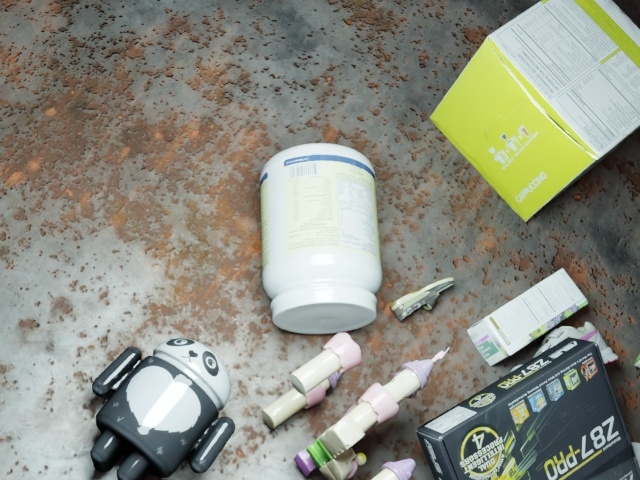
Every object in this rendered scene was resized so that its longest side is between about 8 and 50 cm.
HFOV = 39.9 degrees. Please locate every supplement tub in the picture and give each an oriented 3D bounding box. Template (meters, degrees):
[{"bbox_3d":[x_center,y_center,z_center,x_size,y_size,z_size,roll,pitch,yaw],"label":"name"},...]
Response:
[{"bbox_3d":[0.000,0.000,1.729,0.235,0.235,0.325,3,67,-14],"label":"supplement tub"}]

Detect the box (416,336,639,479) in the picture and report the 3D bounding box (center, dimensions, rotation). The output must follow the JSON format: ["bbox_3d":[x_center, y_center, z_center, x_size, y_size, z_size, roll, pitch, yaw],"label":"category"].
[{"bbox_3d":[0.406,0.411,1.679,0.395,0.097,0.318,-25,102,-23],"label":"box"}]

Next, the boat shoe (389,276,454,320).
[{"bbox_3d":[0.218,0.123,1.842,0.152,0.056,0.049,-24,80,-13],"label":"boat shoe"}]

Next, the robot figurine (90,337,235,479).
[{"bbox_3d":[-0.280,0.301,1.553,0.278,0.173,0.209,-50,118,-27],"label":"robot figurine"}]

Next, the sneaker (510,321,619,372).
[{"bbox_3d":[0.493,0.241,1.844,0.252,0.103,0.111,-12,66,-26],"label":"sneaker"}]

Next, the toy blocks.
[{"bbox_3d":[0.100,0.323,1.593,0.260,0.288,0.309,-31,77,-29],"label":"toy blocks"}]

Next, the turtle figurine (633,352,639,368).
[{"bbox_3d":[0.825,0.285,1.859,0.266,0.274,0.198,37,28,7],"label":"turtle figurine"}]

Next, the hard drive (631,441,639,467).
[{"bbox_3d":[0.709,0.588,1.776,0.210,0.040,0.318,15,64,-9],"label":"hard drive"}]

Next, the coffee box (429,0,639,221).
[{"bbox_3d":[0.513,-0.307,1.948,0.334,0.337,0.338,-37,81,-25],"label":"coffee box"}]

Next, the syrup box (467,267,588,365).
[{"bbox_3d":[0.435,0.161,1.858,0.237,0.093,0.096,-29,78,-24],"label":"syrup box"}]
